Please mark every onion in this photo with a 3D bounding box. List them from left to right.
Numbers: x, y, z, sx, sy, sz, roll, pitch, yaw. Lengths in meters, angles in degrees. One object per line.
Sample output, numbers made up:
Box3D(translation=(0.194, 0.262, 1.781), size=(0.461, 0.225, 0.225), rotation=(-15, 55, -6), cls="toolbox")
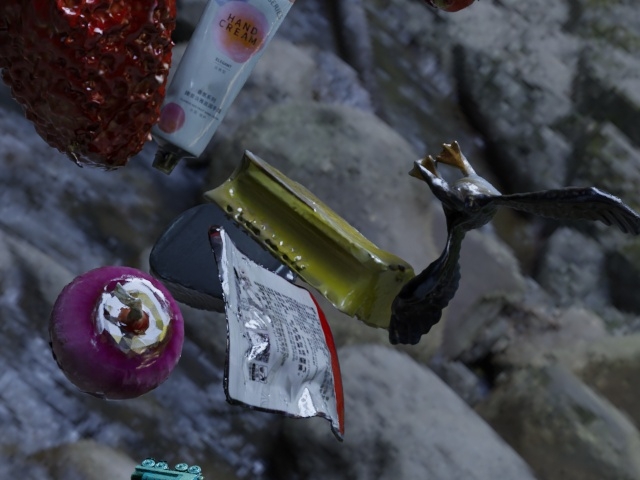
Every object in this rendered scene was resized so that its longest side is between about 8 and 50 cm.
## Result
Box3D(translation=(-0.258, 0.118, 1.806), size=(0.177, 0.153, 0.177), rotation=(15, 71, -54), cls="onion")

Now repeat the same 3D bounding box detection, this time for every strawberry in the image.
Box3D(translation=(-0.308, -0.246, 1.851), size=(0.292, 0.292, 0.343), rotation=(-38, 122, -65), cls="strawberry")

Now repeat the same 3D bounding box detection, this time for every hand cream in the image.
Box3D(translation=(-0.152, -0.248, 2.041), size=(0.124, 0.340, 0.078), rotation=(27, 2, -22), cls="hand cream")

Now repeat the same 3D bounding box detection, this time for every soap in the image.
Box3D(translation=(-0.001, 0.001, 1.475), size=(0.233, 0.076, 0.135), rotation=(37, 4, 35), cls="soap")

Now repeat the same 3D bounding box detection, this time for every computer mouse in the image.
Box3D(translation=(-0.140, 0.040, 2.155), size=(0.295, 0.168, 0.087), rotation=(20, -32, 41), cls="computer mouse")

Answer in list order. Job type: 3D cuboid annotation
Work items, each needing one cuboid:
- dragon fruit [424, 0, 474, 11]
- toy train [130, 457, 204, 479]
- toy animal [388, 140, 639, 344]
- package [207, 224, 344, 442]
Box3D(translation=(0.134, -0.292, 1.581), size=(0.056, 0.060, 0.083), rotation=(21, 36, -52), cls="dragon fruit")
Box3D(translation=(-0.182, 0.283, 1.677), size=(0.092, 0.029, 0.045), rotation=(5, 23, 23), cls="toy train")
Box3D(translation=(0.131, -0.028, 1.367), size=(0.197, 0.272, 0.160), rotation=(43, 17, -32), cls="toy animal")
Box3D(translation=(-0.034, 0.088, 1.248), size=(0.239, 0.030, 0.154), rotation=(32, 44, -58), cls="package")
